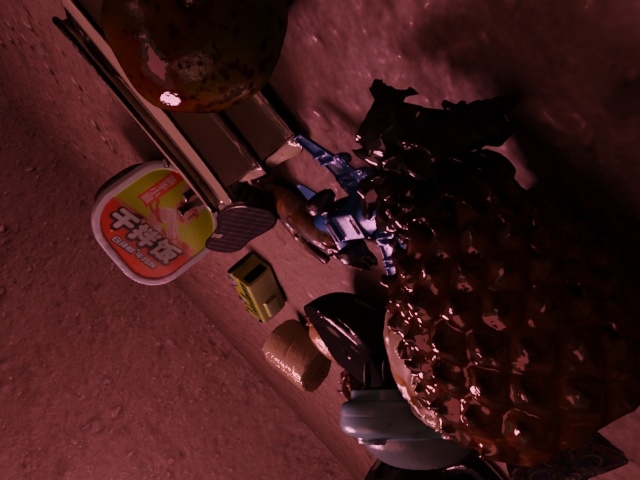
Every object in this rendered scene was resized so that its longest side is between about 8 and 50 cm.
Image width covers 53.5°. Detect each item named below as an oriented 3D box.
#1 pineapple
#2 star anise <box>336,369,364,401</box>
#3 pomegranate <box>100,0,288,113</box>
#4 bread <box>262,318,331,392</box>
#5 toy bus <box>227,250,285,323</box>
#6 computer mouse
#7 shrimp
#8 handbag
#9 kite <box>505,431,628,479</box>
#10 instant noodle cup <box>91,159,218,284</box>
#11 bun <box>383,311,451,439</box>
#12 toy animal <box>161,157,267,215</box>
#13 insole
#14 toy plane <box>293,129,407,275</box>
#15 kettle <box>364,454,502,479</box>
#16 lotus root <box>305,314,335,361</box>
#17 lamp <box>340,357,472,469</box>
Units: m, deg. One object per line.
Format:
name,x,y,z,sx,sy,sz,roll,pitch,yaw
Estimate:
pineapple,0.136,-0.002,0.568,0.357,0.223,0.223,62,161,1
star anise,0.129,0.344,1.393,0.227,0.148,0.218,27,133,-22
pomegranate,-0.151,-0.241,0.704,0.246,0.198,0.198,26,151,46
bread,-0.052,0.290,1.606,0.141,0.134,0.148,32,167,28
toy bus,-0.154,0.122,1.572,0.101,0.088,0.175,33,154,35
computer mouse,0.077,0.174,1.153,0.170,0.100,0.269,33,161,34
shrimp,0.000,0.000,1.068,0.296,0.058,0.169,38,165,39
handbag,-0.214,-0.221,0.943,0.358,0.160,0.237,52,168,-11
kite,0.269,0.233,0.776,0.285,0.152,0.015,50,-157,-35
instant noodle cup,-0.436,-0.067,1.593,0.294,0.294,0.308,58,165,-25
bun,0.188,0.186,0.868,0.287,0.146,0.287,39,155,22
toy animal,-0.186,-0.117,1.163,0.073,0.176,0.217,-20,87,55
insole,-0.154,-0.019,1.172,0.110,0.012,0.309,9,162,-22
toy plane,0.055,-0.035,0.807,0.254,0.105,0.271,56,163,-13
kettle,0.287,0.549,1.358,0.308,0.262,0.203,44,-164,3
lotus root,0.017,0.225,1.437,0.150,0.062,0.073,46,161,2
lamp,0.150,0.305,1.066,0.209,0.147,0.284,-14,142,38
